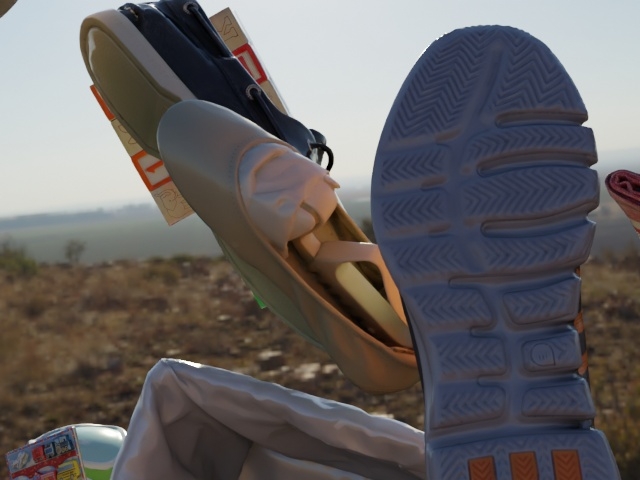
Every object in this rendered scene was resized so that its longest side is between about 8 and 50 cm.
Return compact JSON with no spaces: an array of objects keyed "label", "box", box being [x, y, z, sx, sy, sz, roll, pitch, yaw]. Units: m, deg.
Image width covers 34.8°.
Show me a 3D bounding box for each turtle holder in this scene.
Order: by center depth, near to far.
[{"label":"turtle holder","box":[-0.356,0.378,1.578,0.227,0.243,0.320,22,33,-16]}]

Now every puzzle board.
[{"label":"puzzle board","box":[-0.327,0.286,1.219,0.128,0.096,0.011,-25,-16,31]}]

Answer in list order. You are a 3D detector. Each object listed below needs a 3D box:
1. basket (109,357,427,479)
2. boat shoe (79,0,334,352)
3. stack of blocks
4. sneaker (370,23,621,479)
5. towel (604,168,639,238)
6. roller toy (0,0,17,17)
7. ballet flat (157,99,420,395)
[{"label":"basket","box":[-0.008,0.309,0.863,0.328,0.331,0.266,15,-11,15]},{"label":"boat shoe","box":[-0.049,-0.063,0.816,0.113,0.340,0.127,-35,-14,-31]},{"label":"stack of blocks","box":[-0.097,-0.080,1.117,0.171,0.297,0.087,-29,8,5]},{"label":"sneaker","box":[0.097,0.047,0.605,0.124,0.321,0.180,-1,-15,6]},{"label":"towel","box":[0.432,0.056,1.021,0.237,0.037,0.329,26,-13,43]},{"label":"roller toy","box":[-0.303,-0.261,0.757,0.209,0.191,0.146,27,7,41]},{"label":"ballet flat","box":[0.000,0.000,0.659,0.086,0.248,0.086,-36,19,15]}]
